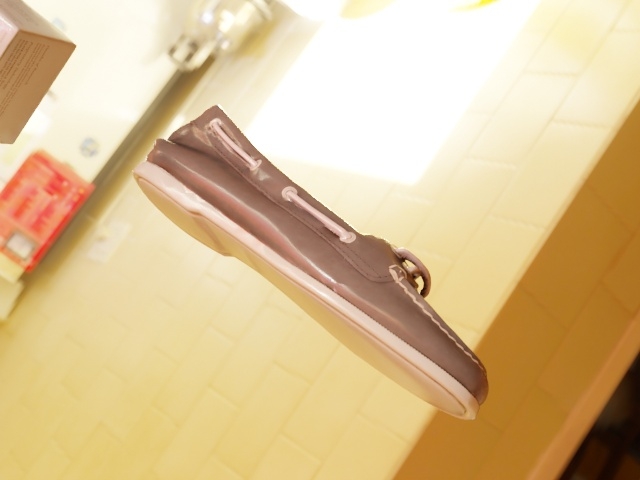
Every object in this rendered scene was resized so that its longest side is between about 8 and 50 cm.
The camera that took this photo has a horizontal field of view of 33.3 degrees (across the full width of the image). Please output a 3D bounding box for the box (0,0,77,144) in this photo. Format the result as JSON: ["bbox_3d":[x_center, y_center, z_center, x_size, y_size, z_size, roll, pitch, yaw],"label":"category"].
[{"bbox_3d":[-0.263,-0.141,0.804,0.101,0.102,0.087,39,-166,11],"label":"box"}]

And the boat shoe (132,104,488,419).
[{"bbox_3d":[0.000,0.000,0.783,0.335,0.095,0.112,34,166,27],"label":"boat shoe"}]
